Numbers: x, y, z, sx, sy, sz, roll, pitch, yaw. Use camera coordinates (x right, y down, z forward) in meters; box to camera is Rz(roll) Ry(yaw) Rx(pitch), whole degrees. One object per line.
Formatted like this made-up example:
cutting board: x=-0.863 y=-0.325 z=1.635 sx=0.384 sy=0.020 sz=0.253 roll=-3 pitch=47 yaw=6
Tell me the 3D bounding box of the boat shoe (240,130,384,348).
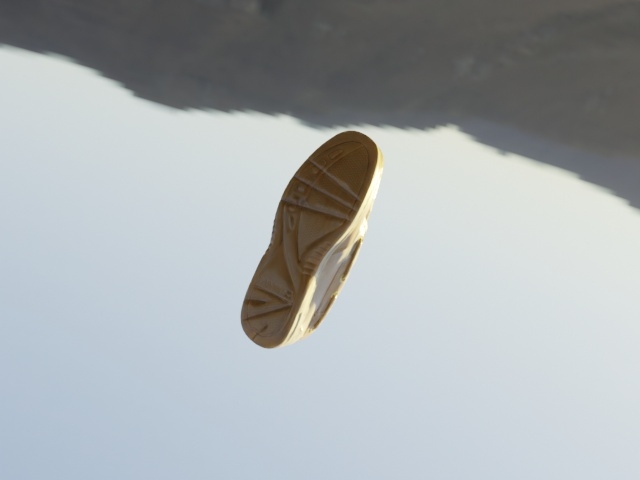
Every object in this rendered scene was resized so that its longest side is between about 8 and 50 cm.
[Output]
boat shoe: x=0.000 y=0.000 z=1.162 sx=0.063 sy=0.170 sz=0.059 roll=34 pitch=-168 yaw=27
